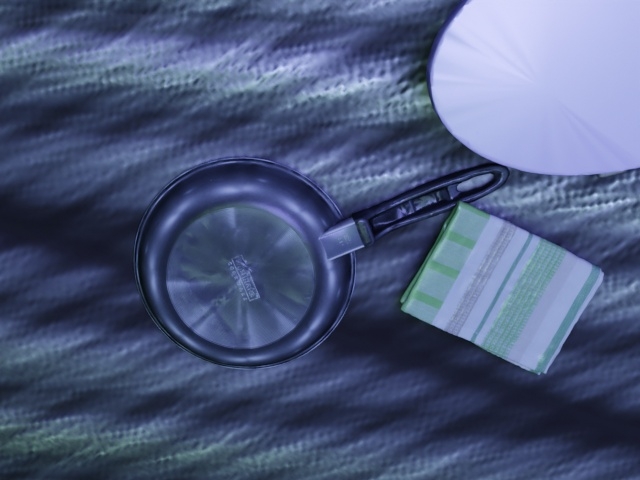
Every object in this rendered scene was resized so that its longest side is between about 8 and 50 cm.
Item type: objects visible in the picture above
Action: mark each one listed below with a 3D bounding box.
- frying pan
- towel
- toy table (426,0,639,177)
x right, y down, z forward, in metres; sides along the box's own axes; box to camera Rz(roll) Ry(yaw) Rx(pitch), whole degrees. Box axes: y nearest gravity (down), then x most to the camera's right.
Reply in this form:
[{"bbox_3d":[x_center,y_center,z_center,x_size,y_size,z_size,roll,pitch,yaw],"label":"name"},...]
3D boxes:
[{"bbox_3d":[-0.003,0.028,1.031,0.326,0.053,0.197,2,107,3],"label":"frying pan"},{"bbox_3d":[0.158,0.041,1.036,0.152,0.023,0.113,26,102,-14],"label":"towel"},{"bbox_3d":[0.213,-0.158,0.916,0.274,0.161,0.252,-3,105,0],"label":"toy table"}]
